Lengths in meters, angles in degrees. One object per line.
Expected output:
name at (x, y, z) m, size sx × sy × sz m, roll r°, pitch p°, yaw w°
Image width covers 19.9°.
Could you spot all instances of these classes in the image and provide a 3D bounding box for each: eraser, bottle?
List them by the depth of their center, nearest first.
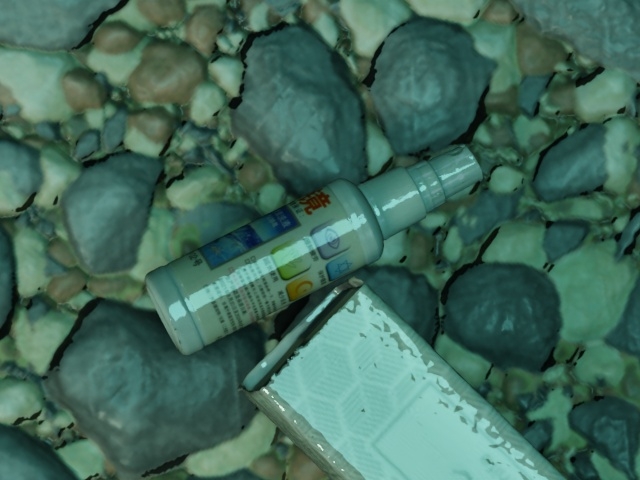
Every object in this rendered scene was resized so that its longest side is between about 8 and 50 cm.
eraser at (0.127, 0.198, 1.112) m, size 0.404 × 0.096 × 0.098 m, roll 44°, pitch 82°, yaw -2°
bottle at (0.000, 0.000, 1.125) m, size 0.217 × 0.060 × 0.060 m, roll -25°, pitch 90°, yaw -8°
